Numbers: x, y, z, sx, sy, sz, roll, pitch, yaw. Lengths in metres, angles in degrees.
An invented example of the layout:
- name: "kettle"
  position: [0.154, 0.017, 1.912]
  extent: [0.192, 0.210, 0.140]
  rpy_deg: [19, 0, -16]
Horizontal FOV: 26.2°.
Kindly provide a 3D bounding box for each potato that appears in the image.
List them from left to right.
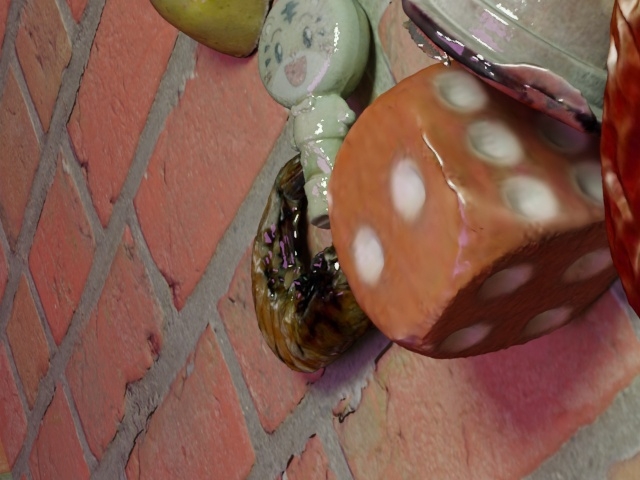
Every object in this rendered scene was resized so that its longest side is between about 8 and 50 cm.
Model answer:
- name: "potato"
  position: [-0.137, -0.298, 1.496]
  extent: [0.182, 0.117, 0.202]
  rpy_deg: [47, 138, 41]

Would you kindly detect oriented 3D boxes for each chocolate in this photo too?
- name: "chocolate"
  position: [0.166, -0.169, 0.910]
  extent: [0.221, 0.221, 0.147]
  rpy_deg: [53, 128, 41]

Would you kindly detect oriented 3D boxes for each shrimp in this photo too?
- name: "shrimp"
  position: [0.000, 0.000, 1.399]
  extent: [0.365, 0.071, 0.233]
  rpy_deg: [130, 131, -58]

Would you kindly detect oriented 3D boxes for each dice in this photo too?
- name: "dice"
  position: [0.120, -0.025, 1.038]
  extent: [0.175, 0.174, 0.179]
  rpy_deg: [67, 151, 25]

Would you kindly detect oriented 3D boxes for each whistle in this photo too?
- name: "whistle"
  position: [0.001, -0.137, 1.301]
  extent: [0.126, 0.067, 0.258]
  rpy_deg: [-24, 64, 43]

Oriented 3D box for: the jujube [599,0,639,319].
- name: "jujube"
  position: [0.258, -0.076, 0.732]
  extent: [0.223, 0.223, 0.318]
  rpy_deg: [49, 144, 44]
